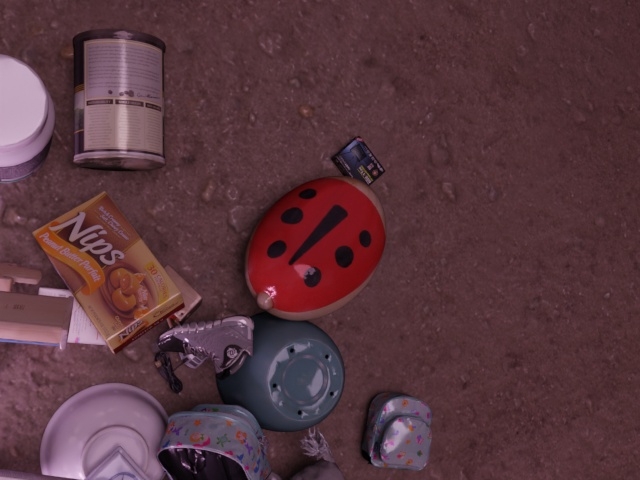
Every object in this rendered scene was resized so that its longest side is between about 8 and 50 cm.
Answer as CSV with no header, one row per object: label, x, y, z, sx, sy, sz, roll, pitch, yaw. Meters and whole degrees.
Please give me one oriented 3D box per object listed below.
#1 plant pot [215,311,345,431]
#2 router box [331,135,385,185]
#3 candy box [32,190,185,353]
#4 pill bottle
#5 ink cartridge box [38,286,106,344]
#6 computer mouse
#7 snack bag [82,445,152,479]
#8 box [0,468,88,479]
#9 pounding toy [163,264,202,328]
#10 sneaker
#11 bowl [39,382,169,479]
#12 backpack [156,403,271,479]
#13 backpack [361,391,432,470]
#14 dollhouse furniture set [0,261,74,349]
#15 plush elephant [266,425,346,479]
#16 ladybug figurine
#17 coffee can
plant pot,-0.075,0.314,1.748,0.292,0.235,0.293,2,85,-22
router box,0.100,-0.200,1.959,0.092,0.038,0.122,-43,102,-18
candy box,-0.458,0.064,1.611,0.182,0.088,0.316,-33,68,-20
pill bottle,-0.639,-0.237,1.487,0.204,0.361,0.204,2,86,-22
ink cartridge box,-0.532,0.171,1.662,0.198,0.067,0.116,9,83,-20
computer mouse,-0.296,0.265,1.768,0.193,0.042,0.106,-37,95,-14
snack bag,-0.424,0.661,1.550,0.323,0.037,0.343,-45,103,-18
box,-0.579,0.566,1.421,0.321,0.058,0.233,18,81,-27
pounding toy,-0.342,0.148,1.718,0.130,0.141,0.100,44,72,1
sneaker,-0.256,0.251,1.660,0.228,0.086,0.132,-13,64,9
bowl,-0.459,0.469,1.637,0.297,0.134,0.298,2,85,-22
backpack,-0.234,0.470,1.643,0.254,0.225,0.191,69,26,-46
backpack,0.201,0.485,1.901,0.165,0.144,0.189,11,79,-16
dollhouse furniture set,-0.633,0.246,1.541,0.198,0.286,0.304,9,112,-17
plush elephant,-0.049,0.635,1.729,0.255,0.272,0.330,-26,98,-13
ladybug figurine,0.000,0.000,1.783,0.305,0.162,0.449,36,57,5
coffee can,-0.446,-0.305,1.655,0.201,0.201,0.276,0,86,-22
